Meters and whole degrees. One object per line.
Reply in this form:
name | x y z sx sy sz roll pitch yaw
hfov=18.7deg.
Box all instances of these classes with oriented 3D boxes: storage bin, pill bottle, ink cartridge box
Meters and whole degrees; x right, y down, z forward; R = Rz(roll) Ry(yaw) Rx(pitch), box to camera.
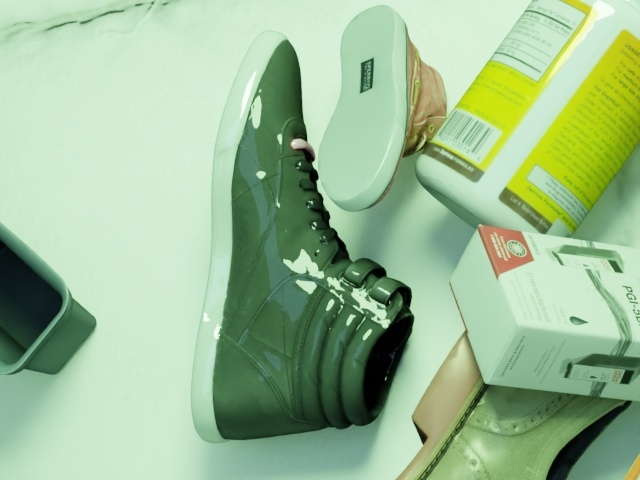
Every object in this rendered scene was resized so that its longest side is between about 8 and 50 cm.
storage bin | -0.235 0.047 1.434 0.135 0.091 0.098 39 90 23
pill bottle | 0.169 -0.098 1.331 0.117 0.117 0.215 36 89 22
ink cartridge box | 0.164 0.048 1.263 0.099 0.135 0.056 -107 32 -46

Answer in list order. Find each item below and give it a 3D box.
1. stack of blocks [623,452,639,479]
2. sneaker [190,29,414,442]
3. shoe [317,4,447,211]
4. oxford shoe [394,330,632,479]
stack of blocks | 0.254 0.228 1.234 0.171 0.087 0.297 30 86 22
sneaker | 0.000 0.000 1.371 0.147 0.104 0.296 3 83 16
shoe | 0.049 -0.077 1.353 0.063 0.081 0.178 -18 45 28
oxford shoe | 0.086 0.217 1.275 0.130 0.123 0.348 26 86 16
